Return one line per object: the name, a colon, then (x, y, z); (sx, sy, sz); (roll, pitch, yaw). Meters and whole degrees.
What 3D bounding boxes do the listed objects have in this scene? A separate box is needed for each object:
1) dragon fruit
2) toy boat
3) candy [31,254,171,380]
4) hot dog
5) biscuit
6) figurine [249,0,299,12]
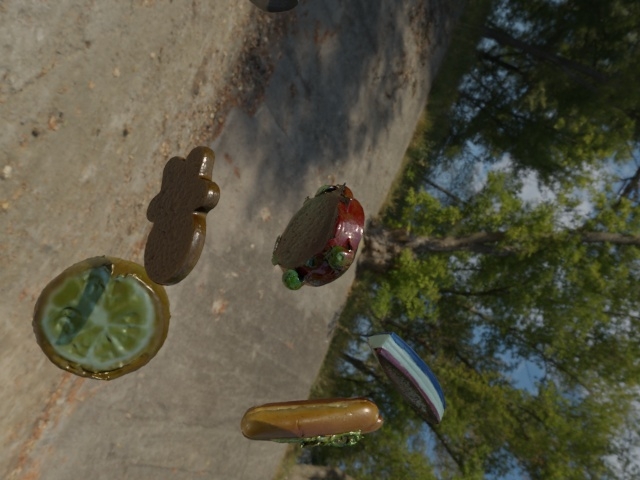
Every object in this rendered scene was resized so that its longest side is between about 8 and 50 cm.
dragon fruit: (0.000, 0.000, 1.149); (0.268, 0.130, 0.295); (4, -117, 50)
toy boat: (0.157, 0.243, 0.810); (0.080, 0.229, 0.046); (-20, -151, 32)
candy: (-0.437, 0.158, 0.961); (0.260, 0.259, 0.118); (-67, -162, 10)
hot dog: (-0.014, 0.423, 1.088); (0.135, 0.337, 0.100); (101, -14, -60)
biscuit: (-0.233, -0.040, 0.784); (0.039, 0.179, 0.236); (28, 63, -47)
figurine: (-0.070, -0.491, 0.585); (0.248, 0.203, 0.381); (166, -88, -78)
